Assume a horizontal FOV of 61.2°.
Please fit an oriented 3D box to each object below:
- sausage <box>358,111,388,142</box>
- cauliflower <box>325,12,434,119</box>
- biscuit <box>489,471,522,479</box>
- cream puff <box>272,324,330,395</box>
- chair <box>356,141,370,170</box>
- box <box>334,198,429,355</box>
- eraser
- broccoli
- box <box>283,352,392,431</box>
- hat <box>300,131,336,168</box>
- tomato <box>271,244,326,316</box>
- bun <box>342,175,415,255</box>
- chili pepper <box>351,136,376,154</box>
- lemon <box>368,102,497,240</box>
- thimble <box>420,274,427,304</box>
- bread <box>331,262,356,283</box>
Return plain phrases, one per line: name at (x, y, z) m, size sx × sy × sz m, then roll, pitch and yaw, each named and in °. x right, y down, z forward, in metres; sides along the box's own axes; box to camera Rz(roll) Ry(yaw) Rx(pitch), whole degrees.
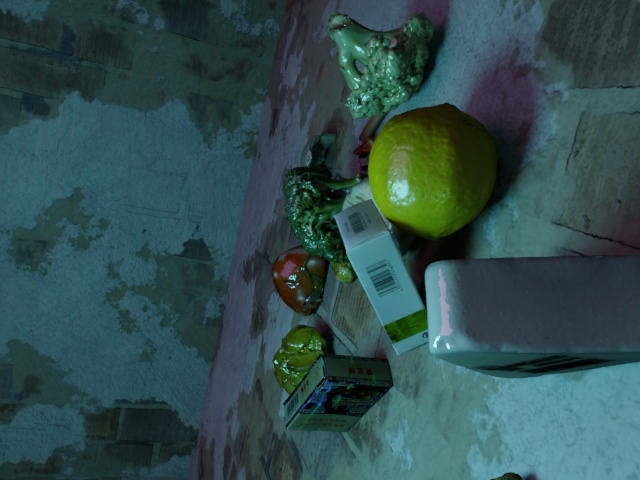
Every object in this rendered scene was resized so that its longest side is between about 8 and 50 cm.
sausage at (0.173, -0.378, 1.716) m, size 0.186 × 0.043 × 0.043 m, roll 123°, pitch 149°, yaw -48°
cauliflower at (0.157, -0.480, 1.467) m, size 0.327 × 0.281 × 0.260 m, roll -61°, pitch 30°, yaw 20°
biscuit at (0.268, 0.553, 0.902) m, size 0.335 × 0.078 × 0.329 m, roll -64°, pitch -2°, yaw -2°
cream puff at (-0.058, 0.409, 1.809) m, size 0.244 × 0.196 × 0.244 m, roll 58°, pitch 161°, yaw 33°
chair at (0.139, -0.266, 1.716) m, size 0.042 × 0.037 × 0.086 m, roll 135°, pitch 120°, yaw -72°
box at (0.146, 0.079, 1.232) m, size 0.200 × 0.106 × 0.299 m, roll -104°, pitch -12°, yaw -65°
eraser at (0.332, 0.132, 0.862) m, size 0.331 × 0.331 × 0.149 m, roll 143°, pitch 131°, yaw -61°
broccoli at (0.036, -0.097, 1.618) m, size 0.283 × 0.321 × 0.304 m, roll -23°, pitch 16°, yaw 20°
box at (0.038, 0.429, 1.495) m, size 0.310 × 0.198 × 0.084 m, roll 120°, pitch 151°, yaw -42°
hat at (-0.039, -0.333, 2.122) m, size 0.245 × 0.149 × 0.214 m, roll 31°, pitch 110°, yaw 56°
tomato at (-0.100, 0.129, 2.016) m, size 0.309 × 0.170 × 0.308 m, roll -170°, pitch 90°, yaw -68°
bun at (0.166, -0.059, 1.436) m, size 0.239 × 0.141 × 0.239 m, roll 19°, pitch 117°, yaw 43°
chili pepper at (0.145, -0.300, 1.761) m, size 0.178 × 0.027 × 0.045 m, roll -16°, pitch 92°, yaw 66°
lemon at (0.234, -0.148, 1.144) m, size 0.293 × 0.293 × 0.293 m, roll -171°, pitch 90°, yaw -69°
thimble at (0.273, 0.103, 1.218) m, size 0.104 × 0.066 × 0.095 m, roll 150°, pitch 124°, yaw -64°
bread at (0.062, -0.013, 1.799) m, size 0.077 × 0.084 × 0.367 m, roll -25°, pitch 49°, yaw 17°
